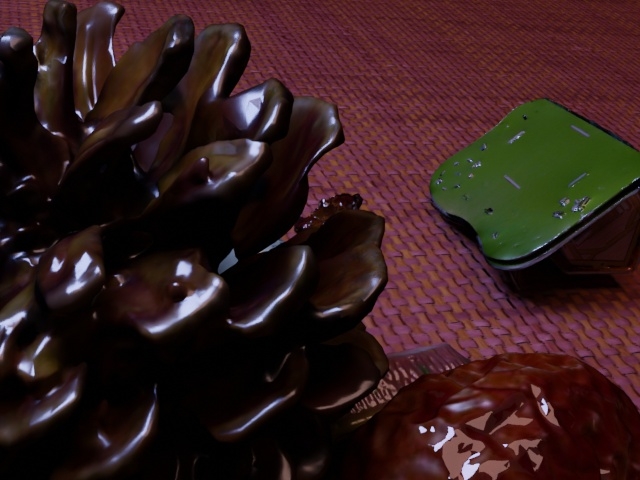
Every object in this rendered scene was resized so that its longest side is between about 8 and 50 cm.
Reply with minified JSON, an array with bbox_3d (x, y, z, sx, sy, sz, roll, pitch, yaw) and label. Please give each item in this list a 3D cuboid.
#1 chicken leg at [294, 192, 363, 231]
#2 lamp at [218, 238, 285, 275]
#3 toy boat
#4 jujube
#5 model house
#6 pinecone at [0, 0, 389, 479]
[{"bbox_3d":[0.007,-0.002,1.026,0.093,0.053,0.205,-9,21,13],"label":"chicken leg"},{"bbox_3d":[-0.119,-0.025,0.895,0.314,0.181,0.182,25,34,23],"label":"lamp"},{"bbox_3d":[0.039,0.145,0.754,0.318,0.099,0.141,-5,-7,-23],"label":"toy boat"},{"bbox_3d":[0.128,0.185,0.607,0.232,0.212,0.213,-14,38,-39],"label":"jujube"},{"bbox_3d":[0.283,-0.033,1.105,0.207,0.154,0.294,-38,28,5],"label":"model house"},{"bbox_3d":[-0.140,0.017,0.616,0.398,0.397,0.397,7,31,-4],"label":"pinecone"}]
